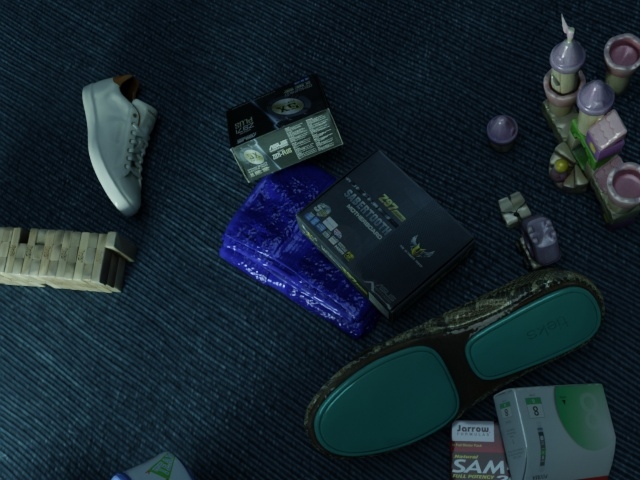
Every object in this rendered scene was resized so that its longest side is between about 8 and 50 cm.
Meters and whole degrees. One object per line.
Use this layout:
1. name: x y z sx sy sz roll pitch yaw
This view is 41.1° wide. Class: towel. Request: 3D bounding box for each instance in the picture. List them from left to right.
1. towel: 0.000 0.000 1.448 0.308 0.076 0.228 30 81 19

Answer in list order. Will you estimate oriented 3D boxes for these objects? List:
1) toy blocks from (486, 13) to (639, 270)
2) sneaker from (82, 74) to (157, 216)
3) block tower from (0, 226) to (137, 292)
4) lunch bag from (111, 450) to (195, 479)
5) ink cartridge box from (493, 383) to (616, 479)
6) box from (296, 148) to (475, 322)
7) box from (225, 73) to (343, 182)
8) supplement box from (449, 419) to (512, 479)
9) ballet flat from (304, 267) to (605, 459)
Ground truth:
1. toy blocks: 0.408 -0.159 1.312 0.308 0.260 0.289 -23 69 4
2. sneaker: -0.355 -0.187 1.570 0.123 0.106 0.290 -21 68 8
3. block tower: -0.509 0.033 1.541 0.335 0.091 0.097 2 73 13
4. lunch bag: -0.228 0.455 1.242 0.115 0.303 0.243 -24 62 -35
5. ink cartridge box: 0.353 0.321 1.224 0.181 0.056 0.225 3 65 -30
6. box: 0.103 -0.011 1.370 0.183 0.059 0.233 -38 68 -13
7. box: -0.066 -0.199 1.492 0.180 0.078 0.147 -21 36 5
8. supplement box: 0.256 0.390 1.265 0.130 0.073 0.240 -2 71 12
9. ballet flat: 0.193 0.178 1.298 0.482 0.182 0.164 -26 103 -5
